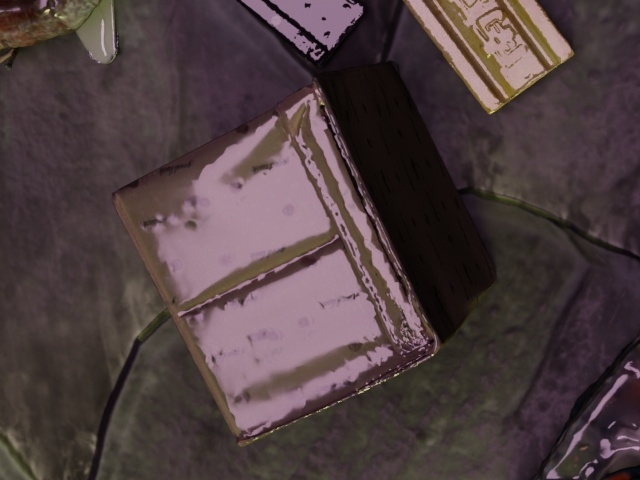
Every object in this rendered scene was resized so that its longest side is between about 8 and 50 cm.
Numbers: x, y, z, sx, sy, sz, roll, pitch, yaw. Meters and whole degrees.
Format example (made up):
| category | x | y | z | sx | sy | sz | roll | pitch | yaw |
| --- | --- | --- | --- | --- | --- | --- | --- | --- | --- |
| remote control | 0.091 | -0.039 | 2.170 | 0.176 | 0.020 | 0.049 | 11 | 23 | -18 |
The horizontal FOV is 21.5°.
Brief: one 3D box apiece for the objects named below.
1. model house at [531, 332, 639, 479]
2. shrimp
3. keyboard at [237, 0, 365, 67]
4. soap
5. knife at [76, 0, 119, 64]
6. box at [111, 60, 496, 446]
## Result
| category | x | y | z | sx | sy | sz | roll | pitch | yaw |
| --- | --- | --- | --- | --- | --- | --- | --- | --- | --- |
| model house | 0.286 | 0.224 | 1.333 | 0.190 | 0.301 | 0.271 | 35 | 102 | -2 |
| shrimp | -0.333 | -0.195 | 1.496 | 0.343 | 0.116 | 0.145 | -22 | 90 | 16 |
| keyboard | -0.066 | -0.249 | 1.482 | 0.231 | 0.023 | 0.072 | 40 | 96 | 4 |
| soap | 0.107 | -0.234 | 1.438 | 0.092 | 0.037 | 0.252 | -37 | 88 | 13 |
| knife | -0.215 | -0.325 | 1.496 | 0.081 | 0.043 | 0.336 | 6 | 100 | 17 |
| box | 0.000 | 0.000 | 1.361 | 0.190 | 0.297 | 0.225 | -26 | 91 | 17 |
